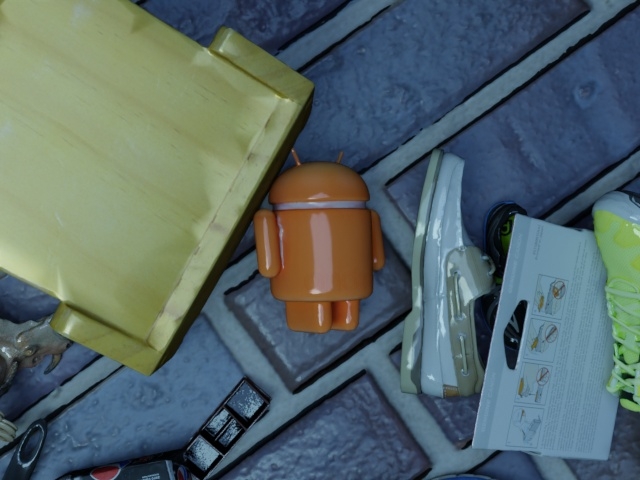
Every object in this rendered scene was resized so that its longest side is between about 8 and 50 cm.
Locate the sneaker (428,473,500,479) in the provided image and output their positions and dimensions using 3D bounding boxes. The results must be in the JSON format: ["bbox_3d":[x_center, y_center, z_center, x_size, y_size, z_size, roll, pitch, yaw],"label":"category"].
[{"bbox_3d":[0.102,0.366,1.184,0.329,0.147,0.130,-9,90,-4],"label":"sneaker"}]

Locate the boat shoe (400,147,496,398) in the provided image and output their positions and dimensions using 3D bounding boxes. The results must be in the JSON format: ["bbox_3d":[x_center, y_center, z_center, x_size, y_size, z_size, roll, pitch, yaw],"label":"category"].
[{"bbox_3d":[0.162,0.042,1.206,0.103,0.113,0.303,6,100,10],"label":"boat shoe"}]

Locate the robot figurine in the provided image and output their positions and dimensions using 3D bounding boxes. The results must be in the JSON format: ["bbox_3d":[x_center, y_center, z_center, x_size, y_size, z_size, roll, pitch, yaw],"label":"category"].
[{"bbox_3d":[0.001,0.000,1.196,0.158,0.128,0.220,-2,90,0],"label":"robot figurine"}]

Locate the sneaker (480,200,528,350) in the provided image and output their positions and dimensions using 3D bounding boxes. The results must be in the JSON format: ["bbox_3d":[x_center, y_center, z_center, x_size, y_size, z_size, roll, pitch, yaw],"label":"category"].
[{"bbox_3d":[0.236,0.044,1.230,0.067,0.078,0.188,-3,90,-6],"label":"sneaker"}]

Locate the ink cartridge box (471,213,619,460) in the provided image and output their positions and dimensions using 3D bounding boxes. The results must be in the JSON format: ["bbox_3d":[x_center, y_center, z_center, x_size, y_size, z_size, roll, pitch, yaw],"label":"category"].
[{"bbox_3d":[0.273,0.118,1.185,0.238,0.060,0.275,12,88,-33],"label":"ink cartridge box"}]

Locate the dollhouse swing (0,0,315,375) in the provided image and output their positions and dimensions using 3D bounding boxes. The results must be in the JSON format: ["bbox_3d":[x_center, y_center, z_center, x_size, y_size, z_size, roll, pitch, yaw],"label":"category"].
[{"bbox_3d":[-0.221,-0.081,1.091,0.304,0.315,0.347,29,88,-1],"label":"dollhouse swing"}]

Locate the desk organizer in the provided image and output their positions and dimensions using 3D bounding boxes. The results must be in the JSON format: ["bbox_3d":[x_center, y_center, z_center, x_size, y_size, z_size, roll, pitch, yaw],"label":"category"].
[{"bbox_3d":[-0.119,0.233,1.222,0.047,0.050,0.130,41,87,-2],"label":"desk organizer"}]

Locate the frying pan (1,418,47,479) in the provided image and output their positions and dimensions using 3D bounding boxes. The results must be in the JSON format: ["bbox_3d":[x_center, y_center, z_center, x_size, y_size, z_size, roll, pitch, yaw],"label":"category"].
[{"bbox_3d":[-0.433,0.375,1.203,0.197,0.053,0.326,2,87,-3],"label":"frying pan"}]

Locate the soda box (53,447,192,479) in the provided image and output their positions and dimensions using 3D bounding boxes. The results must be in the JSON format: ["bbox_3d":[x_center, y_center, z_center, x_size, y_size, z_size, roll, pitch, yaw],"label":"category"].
[{"bbox_3d":[-0.239,0.296,1.187,0.168,0.053,0.060,-15,89,17],"label":"soda box"}]

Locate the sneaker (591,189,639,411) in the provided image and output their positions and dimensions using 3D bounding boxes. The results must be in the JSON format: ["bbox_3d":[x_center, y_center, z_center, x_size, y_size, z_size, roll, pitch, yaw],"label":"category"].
[{"bbox_3d":[0.403,0.120,1.156,0.147,0.145,0.385,-34,107,-16],"label":"sneaker"}]

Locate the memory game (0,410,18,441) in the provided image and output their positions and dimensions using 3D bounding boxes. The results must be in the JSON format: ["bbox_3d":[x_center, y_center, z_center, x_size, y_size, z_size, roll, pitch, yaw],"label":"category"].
[{"bbox_3d":[-0.436,0.189,1.147,0.186,0.186,0.012,24,61,-2],"label":"memory game"}]

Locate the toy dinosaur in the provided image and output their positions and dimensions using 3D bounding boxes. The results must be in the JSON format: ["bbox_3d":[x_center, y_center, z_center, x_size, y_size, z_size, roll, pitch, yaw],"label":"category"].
[{"bbox_3d":[-0.465,0.120,1.181,0.295,0.200,0.127,-1,49,18],"label":"toy dinosaur"}]
